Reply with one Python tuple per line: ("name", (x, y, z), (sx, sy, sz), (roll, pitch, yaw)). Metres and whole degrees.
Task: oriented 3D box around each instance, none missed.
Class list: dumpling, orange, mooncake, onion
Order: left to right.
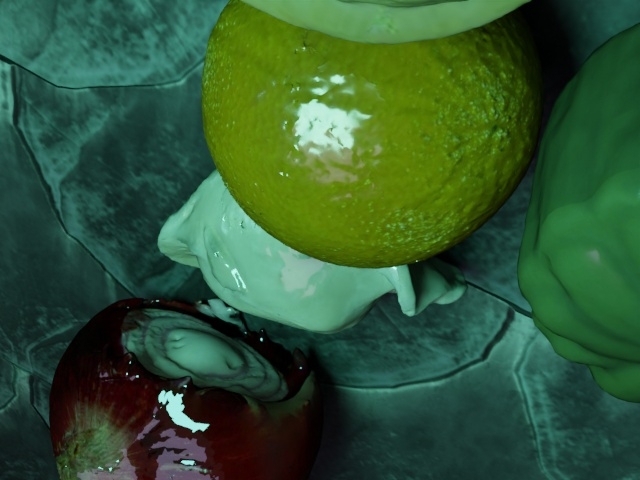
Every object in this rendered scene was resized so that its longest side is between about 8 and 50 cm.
("onion", (-0.169, 0.233, 1.250), (0.341, 0.341, 0.341), (19, 138, 18))
("dumpling", (0.000, 0.000, 1.049), (0.318, 0.187, 0.243), (8, 174, 40))
("orange", (0.035, -0.110, 0.799), (0.274, 0.274, 0.274), (19, 138, 18))
("mooncake", (0.321, 0.004, 0.704), (0.356, 0.194, 0.356), (14, 154, 7))

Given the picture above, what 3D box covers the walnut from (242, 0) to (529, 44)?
("walnut", (0.026, -0.292, 0.556), (0.381, 0.381, 0.381), (19, 138, 18))
